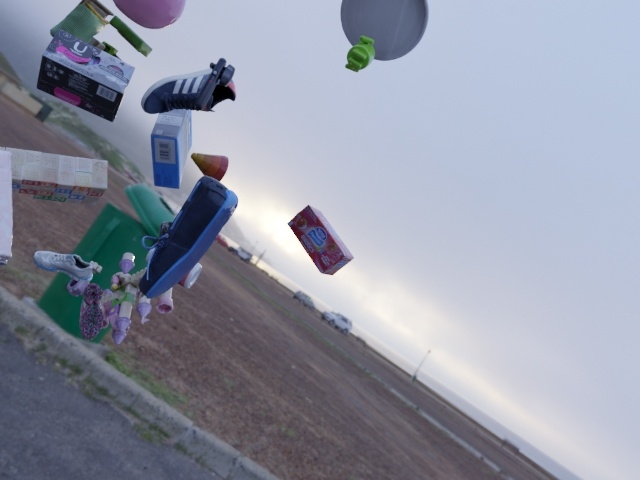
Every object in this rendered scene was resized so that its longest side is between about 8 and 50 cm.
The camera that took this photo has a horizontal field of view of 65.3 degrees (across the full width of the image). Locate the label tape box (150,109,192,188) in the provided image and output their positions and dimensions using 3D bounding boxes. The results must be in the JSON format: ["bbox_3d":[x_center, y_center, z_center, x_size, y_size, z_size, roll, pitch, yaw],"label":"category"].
[{"bbox_3d":[-0.601,-0.406,2.035,0.106,0.240,0.333,5,42,-8],"label":"label tape box"}]

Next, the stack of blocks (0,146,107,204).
[{"bbox_3d":[-0.779,-0.179,1.417,0.297,0.087,0.171,4,-14,-35],"label":"stack of blocks"}]

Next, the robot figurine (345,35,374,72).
[{"bbox_3d":[0.113,-0.515,1.393,0.067,0.101,0.115,30,36,2],"label":"robot figurine"}]

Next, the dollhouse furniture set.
[{"bbox_3d":[-0.780,-0.717,1.803,0.151,0.197,0.301,45,5,0],"label":"dollhouse furniture set"}]

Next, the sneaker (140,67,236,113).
[{"bbox_3d":[-0.471,-0.520,1.827,0.148,0.350,0.131,59,-15,20],"label":"sneaker"}]

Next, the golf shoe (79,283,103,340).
[{"bbox_3d":[-0.731,0.236,1.595,0.067,0.186,0.086,10,-37,-28],"label":"golf shoe"}]

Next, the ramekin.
[{"bbox_3d":[0.208,-0.716,1.567,0.273,0.273,0.127,34,37,-6],"label":"ramekin"}]

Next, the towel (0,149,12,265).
[{"bbox_3d":[-0.849,-0.095,1.066,0.332,0.053,0.317,7,55,-41],"label":"towel"}]

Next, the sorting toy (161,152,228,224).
[{"bbox_3d":[-0.470,-0.171,1.809,0.126,0.365,0.127,30,-6,-39],"label":"sorting toy"}]

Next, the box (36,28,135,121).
[{"bbox_3d":[-0.761,-0.535,1.630,0.247,0.142,0.163,22,-37,-25],"label":"box"}]

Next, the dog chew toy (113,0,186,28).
[{"bbox_3d":[-0.417,-0.740,1.336,0.206,0.332,0.206,37,22,-18],"label":"dog chew toy"}]

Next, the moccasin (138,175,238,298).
[{"bbox_3d":[-0.337,-0.009,1.226,0.117,0.342,0.138,42,7,8],"label":"moccasin"}]

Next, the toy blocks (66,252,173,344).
[{"bbox_3d":[-0.762,0.246,1.891,0.309,0.288,0.260,54,16,-40],"label":"toy blocks"}]

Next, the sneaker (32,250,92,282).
[{"bbox_3d":[-0.837,0.067,1.639,0.191,0.083,0.071,22,39,-18],"label":"sneaker"}]

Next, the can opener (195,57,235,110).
[{"bbox_3d":[-0.338,-0.488,1.555,0.073,0.186,0.059,28,-15,5],"label":"can opener"}]

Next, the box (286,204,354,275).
[{"bbox_3d":[0.000,0.000,1.952,0.257,0.122,0.128,55,13,20],"label":"box"}]

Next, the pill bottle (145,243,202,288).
[{"bbox_3d":[-0.565,0.094,1.918,0.193,0.108,0.108,30,-5,2],"label":"pill bottle"}]
